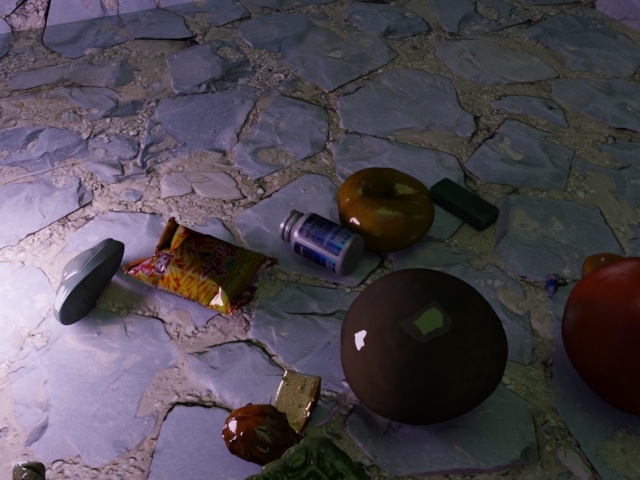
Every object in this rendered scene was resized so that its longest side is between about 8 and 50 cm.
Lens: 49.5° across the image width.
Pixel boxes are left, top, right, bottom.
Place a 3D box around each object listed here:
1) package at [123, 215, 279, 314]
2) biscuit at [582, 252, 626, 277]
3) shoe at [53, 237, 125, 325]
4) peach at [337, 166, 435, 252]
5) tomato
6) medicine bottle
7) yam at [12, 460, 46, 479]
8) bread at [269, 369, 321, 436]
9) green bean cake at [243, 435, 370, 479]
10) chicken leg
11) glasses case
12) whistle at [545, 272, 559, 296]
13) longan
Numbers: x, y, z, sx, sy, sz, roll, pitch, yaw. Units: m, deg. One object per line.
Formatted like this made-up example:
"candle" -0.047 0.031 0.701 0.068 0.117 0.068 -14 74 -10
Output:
"package" -0.262 0.061 1.560 0.288 0.108 0.223 23 39 8
"biscuit" 0.719 0.090 1.666 0.170 0.050 0.170 3 43 -3
"shoe" -0.522 0.079 1.515 0.100 0.103 0.251 16 38 10
"peach" 0.163 -0.079 1.724 0.251 0.153 0.251 0 48 0
"tomato" 0.638 0.182 1.372 0.322 0.321 0.321 3 42 -3
"medicine bottle" 0.000 0.000 1.647 0.192 0.107 0.107 27 46 22
"yam" -0.489 0.433 1.163 0.054 0.054 0.132 -7 44 -14
"bread" -0.055 0.313 1.319 0.084 0.080 0.109 15 41 14
"green bean cake" -0.016 0.442 1.072 0.248 0.124 0.222 -29 59 -35
"chicken leg" -0.036 0.383 1.239 0.305 0.093 0.113 24 53 13
"glasses case" 0.380 -0.098 1.844 0.078 0.039 0.184 -32 54 -34
"whistle" 0.549 0.105 1.650 0.033 0.029 0.083 -17 25 32
"longan" 0.196 0.200 1.328 0.319 0.318 0.318 3 42 -3
